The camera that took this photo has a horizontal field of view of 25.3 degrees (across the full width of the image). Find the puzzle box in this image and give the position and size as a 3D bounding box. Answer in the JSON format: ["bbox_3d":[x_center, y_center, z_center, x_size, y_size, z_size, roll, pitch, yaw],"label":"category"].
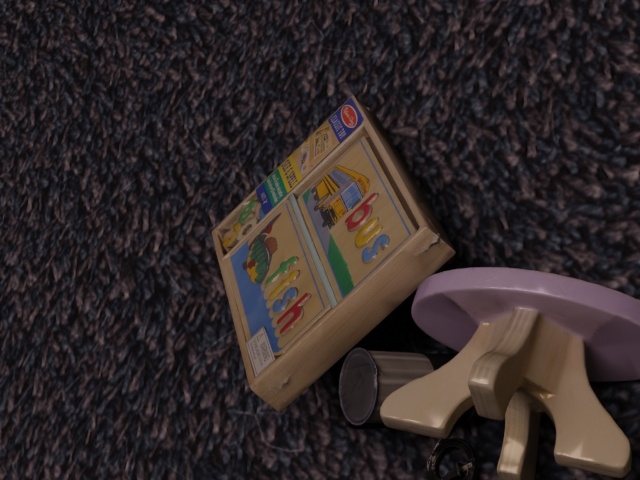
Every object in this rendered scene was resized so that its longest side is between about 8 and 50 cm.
[{"bbox_3d":[0.000,0.000,1.716,0.272,0.052,0.409,-43,26,10],"label":"puzzle box"}]

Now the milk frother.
[{"bbox_3d":[0.100,0.198,1.557,0.129,0.134,0.143,-66,33,34],"label":"milk frother"}]

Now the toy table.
[{"bbox_3d":[0.206,0.140,1.446,0.274,0.252,0.161,2,56,32],"label":"toy table"}]
